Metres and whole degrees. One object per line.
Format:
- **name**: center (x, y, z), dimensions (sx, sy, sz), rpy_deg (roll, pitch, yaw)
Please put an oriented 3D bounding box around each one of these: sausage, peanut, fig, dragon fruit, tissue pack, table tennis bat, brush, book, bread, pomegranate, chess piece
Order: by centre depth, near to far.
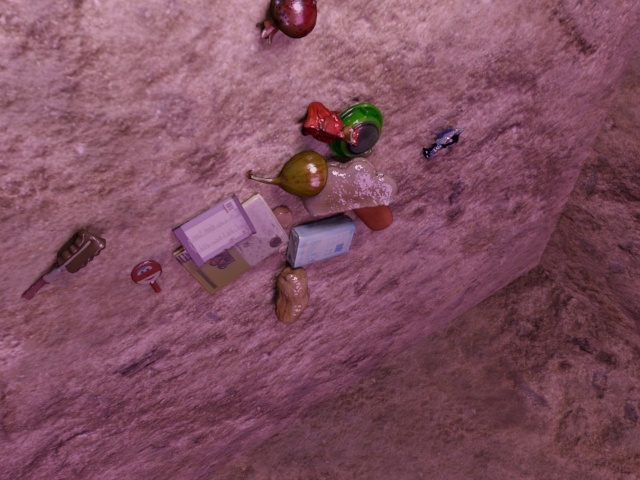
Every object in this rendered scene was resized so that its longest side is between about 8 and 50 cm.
- **pomegranate**: center (-0.083, -0.555, 1.183), dimensions (0.159, 0.129, 0.129), rpy_deg (-25, 144, -5)
- **brush**: center (-0.735, 0.075, 1.361), dimensions (0.301, 0.071, 0.084), rpy_deg (-37, 131, 13)
- **dragon fruit**: center (0.032, -0.331, 1.501), dimensions (0.192, 0.092, 0.122), rpy_deg (22, 125, -18)
- **fig**: center (-0.100, -0.199, 1.556), dimensions (0.259, 0.151, 0.151), rpy_deg (-17, 140, -23)
- **book**: center (-0.342, -0.031, 1.571), dimensions (0.231, 0.026, 0.158), rpy_deg (-31, 120, -8)
- **table tennis bat**: center (-0.567, 0.123, 1.601), dimensions (0.098, 0.019, 0.155), rpy_deg (-28, 141, -16)
- **book**: center (-0.296, 0.020, 1.666), dimensions (0.352, 0.035, 0.239), rpy_deg (-36, 132, -4)
- **bread**: center (0.096, -0.193, 1.688), dimensions (0.337, 0.102, 0.183), rpy_deg (-9, 128, 5)
- **chess piece**: center (-0.142, -0.084, 1.736), dimensions (0.083, 0.038, 0.084), rpy_deg (-22, 141, -20)
- **sausage**: center (0.197, -0.134, 1.919), dimensions (0.121, 0.121, 0.304), rpy_deg (-42, 145, 4)
- **tissue pack**: center (0.000, 0.000, 1.922), dimensions (0.263, 0.089, 0.177), rpy_deg (-14, 137, -28)
- **peanut**: center (-0.115, 0.219, 2.025), dimensions (0.159, 0.142, 0.291), rpy_deg (-53, 158, -48)

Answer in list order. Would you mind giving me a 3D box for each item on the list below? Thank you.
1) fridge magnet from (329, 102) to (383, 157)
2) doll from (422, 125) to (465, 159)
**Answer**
- **fridge magnet**: center (0.123, -0.362, 1.616), dimensions (0.207, 0.088, 0.208), rpy_deg (-21, 144, -16)
- **doll**: center (0.504, -0.401, 1.946), dimensions (0.195, 0.070, 0.096), rpy_deg (-34, 161, 5)
